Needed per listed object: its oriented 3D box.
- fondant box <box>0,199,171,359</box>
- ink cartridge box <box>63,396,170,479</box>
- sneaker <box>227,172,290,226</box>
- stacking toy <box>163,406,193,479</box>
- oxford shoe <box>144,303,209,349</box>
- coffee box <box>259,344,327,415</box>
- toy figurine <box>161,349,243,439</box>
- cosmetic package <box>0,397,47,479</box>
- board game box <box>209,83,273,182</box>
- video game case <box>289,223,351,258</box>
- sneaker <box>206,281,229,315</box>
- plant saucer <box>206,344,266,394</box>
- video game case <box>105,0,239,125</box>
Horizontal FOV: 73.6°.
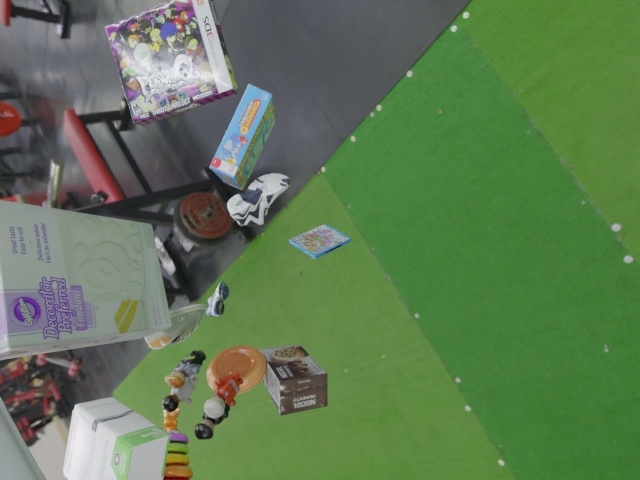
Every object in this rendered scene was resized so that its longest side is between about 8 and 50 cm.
[{"bbox_3d":[-0.448,0.074,0.796,0.096,0.330,0.238,-21,77,22],"label":"fondant box"},{"bbox_3d":[-0.524,0.549,1.092,0.273,0.115,0.198,11,91,35],"label":"ink cartridge box"},{"bbox_3d":[-0.205,-0.128,1.493,0.094,0.235,0.153,42,159,20],"label":"sneaker"},{"bbox_3d":[-0.457,0.638,1.283,0.175,0.166,0.301,-29,49,25],"label":"stacking toy"},{"bbox_3d":[-0.559,0.334,1.683,0.169,0.449,0.129,-23,86,5],"label":"oxford shoe"},{"bbox_3d":[-0.103,0.478,1.508,0.297,0.168,0.118,-163,72,-69],"label":"coffee box"},{"bbox_3d":[-0.356,0.456,1.261,0.210,0.148,0.213,32,128,5],"label":"toy figurine"},{"bbox_3d":[-0.524,0.337,0.372,0.327,0.394,0.329,46,115,16],"label":"cosmetic package"},{"bbox_3d":[-0.266,-0.350,1.522,0.086,0.302,0.308,25,88,-4],"label":"board game box"},{"bbox_3d":[0.000,0.000,1.367,0.119,0.166,0.015,30,129,34],"label":"video game case"},{"bbox_3d":[-0.339,0.188,1.384,0.058,0.135,0.052,-19,126,23],"label":"sneaker"},{"bbox_3d":[-0.280,0.420,1.423,0.200,0.200,0.037,24,134,37],"label":"plant saucer"},{"bbox_3d":[-0.306,-0.373,0.884,0.232,0.042,0.210,-15,92,10],"label":"video game case"}]
